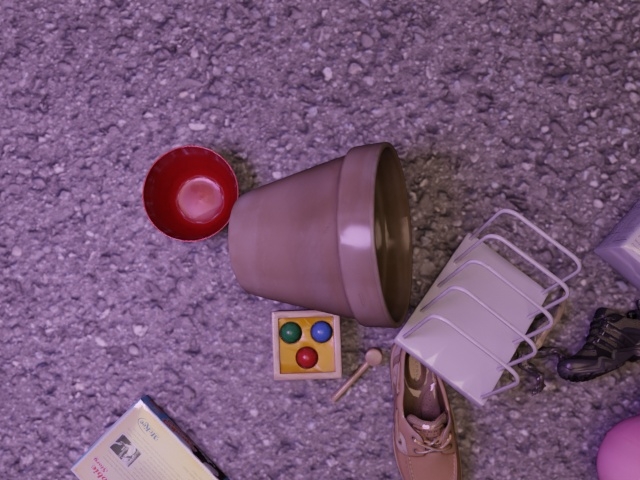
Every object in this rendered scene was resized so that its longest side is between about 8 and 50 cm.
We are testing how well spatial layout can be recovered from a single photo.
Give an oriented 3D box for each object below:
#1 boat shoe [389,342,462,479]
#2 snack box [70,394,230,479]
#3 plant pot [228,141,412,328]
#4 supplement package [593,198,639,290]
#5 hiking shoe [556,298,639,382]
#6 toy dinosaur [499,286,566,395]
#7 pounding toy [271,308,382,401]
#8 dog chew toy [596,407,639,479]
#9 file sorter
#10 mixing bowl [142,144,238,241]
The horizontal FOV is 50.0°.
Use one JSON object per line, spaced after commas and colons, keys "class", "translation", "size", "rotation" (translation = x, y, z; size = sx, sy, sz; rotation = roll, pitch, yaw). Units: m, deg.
{"class": "boat shoe", "translation": [0.190, 0.346, 1.270], "size": [0.122, 0.110, 0.340], "rotation": [-12, 86, 1]}
{"class": "snack box", "translation": [-0.291, 0.475, 1.301], "size": [0.322, 0.060, 0.187], "rotation": [45, 87, 4]}
{"class": "plant pot", "translation": [0.000, 0.000, 1.226], "size": [0.281, 0.323, 0.323], "rotation": [-5, 86, 17]}
{"class": "supplement package", "translation": [0.665, 0.005, 1.261], "size": [0.194, 0.149, 0.203], "rotation": [42, 89, 4]}
{"class": "hiking shoe", "translation": [0.528, 0.189, 1.287], "size": [0.227, 0.086, 0.114], "rotation": [-16, 69, -17]}
{"class": "toy dinosaur", "translation": [0.401, 0.215, 1.301], "size": [0.268, 0.064, 0.118], "rotation": [-38, 79, -4]}
{"class": "pounding toy", "translation": [0.016, 0.220, 1.293], "size": [0.206, 0.094, 0.180], "rotation": [-2, 86, 2]}
{"class": "dog chew toy", "translation": [0.649, 0.350, 1.221], "size": [0.207, 0.206, 0.332], "rotation": [42, 80, 4]}
{"class": "file sorter", "translation": [0.303, 0.110, 1.205], "size": [0.193, 0.173, 0.277], "rotation": [38, 62, 3]}
{"class": "mixing bowl", "translation": [-0.240, -0.084, 1.320], "size": [0.182, 0.098, 0.181], "rotation": [0, 86, 3]}
